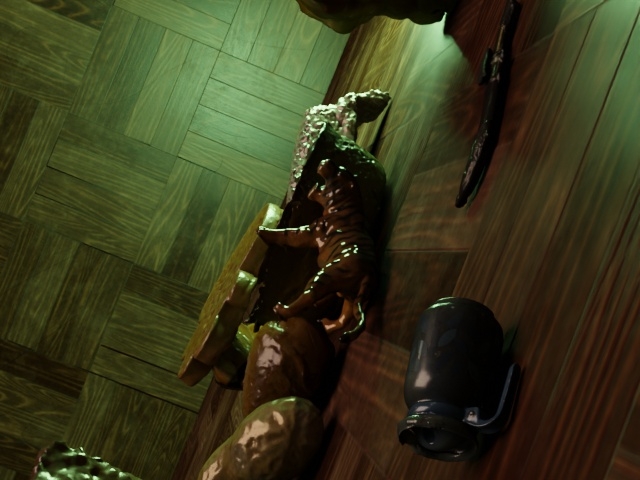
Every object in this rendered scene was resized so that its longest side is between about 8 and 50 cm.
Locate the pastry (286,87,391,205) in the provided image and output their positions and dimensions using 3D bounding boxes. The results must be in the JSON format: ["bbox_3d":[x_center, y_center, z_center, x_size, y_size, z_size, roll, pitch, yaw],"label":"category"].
[{"bbox_3d":[0.009,-0.106,1.467,0.103,0.112,0.265,107,-178,-63],"label":"pastry"}]

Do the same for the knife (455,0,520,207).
[{"bbox_3d":[0.135,-0.124,0.833,0.045,0.021,0.222,116,172,-58],"label":"knife"}]

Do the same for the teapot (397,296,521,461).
[{"bbox_3d":[0.077,0.075,0.560,0.049,0.063,0.083,67,-148,-51],"label":"teapot"}]

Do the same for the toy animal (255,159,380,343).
[{"bbox_3d":[0.023,0.035,1.010,0.116,0.114,0.255,-37,28,10],"label":"toy animal"}]

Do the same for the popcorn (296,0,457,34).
[{"bbox_3d":[0.039,-0.417,1.275,0.290,0.325,0.321,-107,31,-87],"label":"popcorn"}]

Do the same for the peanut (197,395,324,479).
[{"bbox_3d":[-0.062,0.211,0.998,0.174,0.080,0.080,-47,17,32],"label":"peanut"}]

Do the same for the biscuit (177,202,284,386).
[{"bbox_3d":[-0.112,0.068,1.366,0.202,0.044,0.289,-53,13,36],"label":"biscuit"}]

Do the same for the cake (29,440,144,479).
[{"bbox_3d":[-0.199,0.382,0.917,0.290,0.255,0.282,-89,23,-62],"label":"cake"}]

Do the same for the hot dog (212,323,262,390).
[{"bbox_3d":[-0.099,0.161,1.453,0.269,0.109,0.072,-134,59,-81],"label":"hot dog"}]

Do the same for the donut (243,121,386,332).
[{"bbox_3d":[0.000,0.000,1.238,0.272,0.107,0.272,-157,90,-89],"label":"donut"}]

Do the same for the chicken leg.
[{"bbox_3d":[-0.054,0.196,1.084,0.107,0.087,0.252,-33,-40,-81],"label":"chicken leg"}]
